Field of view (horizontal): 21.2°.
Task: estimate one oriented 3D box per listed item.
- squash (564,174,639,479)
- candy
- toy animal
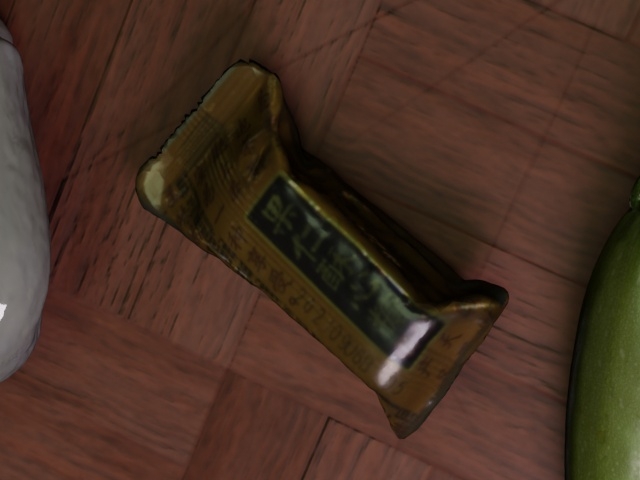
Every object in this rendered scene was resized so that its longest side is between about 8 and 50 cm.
[{"bbox_3d":[0.213,0.091,1.153,0.094,0.094,0.340,5,101,11],"label":"squash"},{"bbox_3d":[0.000,0.000,1.181,0.271,0.101,0.143,41,110,9],"label":"candy"},{"bbox_3d":[-0.297,-0.012,1.184,0.272,0.206,0.265,-22,90,12],"label":"toy animal"}]
